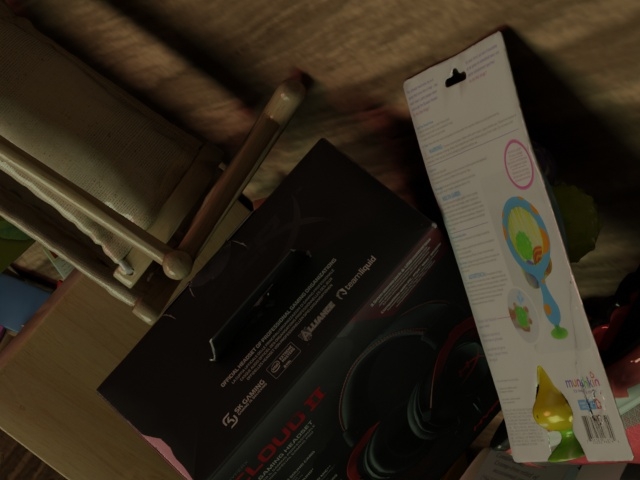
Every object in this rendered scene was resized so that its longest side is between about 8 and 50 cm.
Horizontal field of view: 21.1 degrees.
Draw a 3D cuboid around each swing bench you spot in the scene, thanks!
[{"bbox_3d":[-0.174,-0.079,1.187,0.253,0.165,0.254,34,162,-3],"label":"swing bench"}]

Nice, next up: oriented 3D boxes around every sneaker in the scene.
[{"bbox_3d":[0.209,0.111,1.104,0.136,0.116,0.314,33,161,-2],"label":"sneaker"}]

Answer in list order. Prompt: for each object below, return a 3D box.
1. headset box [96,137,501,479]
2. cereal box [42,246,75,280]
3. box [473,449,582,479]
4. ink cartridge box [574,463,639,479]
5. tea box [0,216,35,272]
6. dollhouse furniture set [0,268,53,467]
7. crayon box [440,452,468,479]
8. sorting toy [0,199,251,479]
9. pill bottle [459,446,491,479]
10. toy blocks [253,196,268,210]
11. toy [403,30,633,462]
[{"bbox_3d":[0.003,0.085,1.134,0.110,0.218,0.293,39,174,31],"label":"headset box"},{"bbox_3d":[-0.161,0.105,1.657,0.240,0.047,0.173,50,178,35],"label":"cereal box"},{"bbox_3d":[0.184,0.205,1.340,0.072,0.137,0.126,15,154,41],"label":"box"},{"bbox_3d":[0.297,0.195,1.208,0.153,0.087,0.208,40,161,-17],"label":"ink cartridge box"},{"bbox_3d":[-0.468,-0.026,1.510,0.329,0.323,0.220,12,139,46],"label":"tea box"},{"bbox_3d":[-0.412,0.110,1.859,0.198,0.286,0.303,18,167,39],"label":"dollhouse furniture set"},{"bbox_3d":[0.046,0.226,1.708,0.203,0.083,0.323,27,161,20],"label":"crayon box"},{"bbox_3d":[-0.117,0.098,1.418,0.257,0.255,0.089,43,175,-25],"label":"sorting toy"},{"bbox_3d":[0.224,0.308,1.482,0.278,0.162,0.162,33,162,11],"label":"pill bottle"},{"bbox_3d":[0.000,0.000,1.266,0.123,0.054,0.148,24,159,26],"label":"toy blocks"},{"bbox_3d":[0.124,0.006,0.973,0.137,0.056,0.237,161,96,-68],"label":"toy"}]
